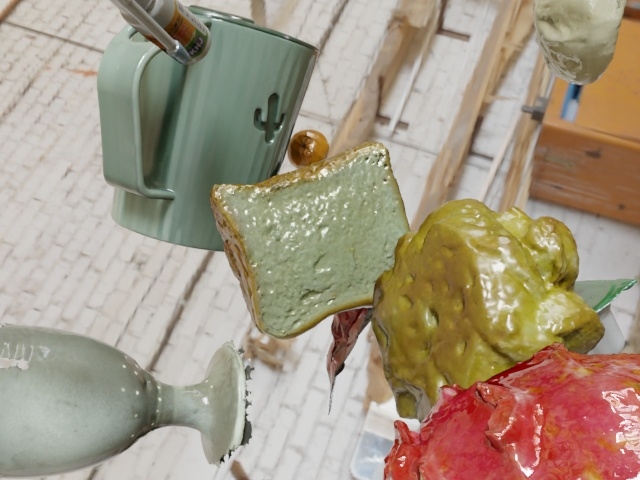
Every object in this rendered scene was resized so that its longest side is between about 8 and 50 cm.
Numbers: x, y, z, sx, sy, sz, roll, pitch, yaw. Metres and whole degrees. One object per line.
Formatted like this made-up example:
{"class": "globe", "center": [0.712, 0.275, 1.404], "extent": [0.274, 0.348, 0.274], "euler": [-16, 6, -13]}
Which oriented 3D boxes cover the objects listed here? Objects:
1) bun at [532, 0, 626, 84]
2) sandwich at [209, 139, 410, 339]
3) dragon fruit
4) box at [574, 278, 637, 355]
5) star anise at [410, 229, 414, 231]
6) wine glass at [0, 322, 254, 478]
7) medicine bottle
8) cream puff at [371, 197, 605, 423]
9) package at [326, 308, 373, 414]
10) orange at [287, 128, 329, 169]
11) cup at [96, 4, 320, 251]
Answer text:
{"class": "bun", "center": [0.313, -0.282, 0.930], "extent": [0.183, 0.102, 0.183], "euler": [13, -90, -81]}
{"class": "sandwich", "center": [0.000, 0.000, 1.012], "extent": [0.087, 0.251, 0.226], "euler": [-165, 58, -71]}
{"class": "dragon fruit", "center": [0.159, 0.151, 0.380], "extent": [0.210, 0.268, 0.205], "euler": [103, 166, -48]}
{"class": "box", "center": [0.403, 0.182, 1.321], "extent": [0.264, 0.106, 0.337], "euler": [-37, 1, -5]}
{"class": "star anise", "center": [0.101, -0.005, 1.410], "extent": [0.057, 0.168, 0.167], "euler": [17, -89, -64]}
{"class": "wine glass", "center": [-0.278, 0.206, 0.959], "extent": [0.190, 0.357, 0.190], "euler": [-172, 90, -68]}
{"class": "medicine bottle", "center": [-0.200, -0.268, 0.899], "extent": [0.061, 0.092, 0.221], "euler": [-35, -21, 10]}
{"class": "cream puff", "center": [0.156, 0.083, 0.735], "extent": [0.244, 0.196, 0.244], "euler": [172, 90, -82]}
{"class": "package", "center": [0.046, 0.146, 1.316], "extent": [0.194, 0.071, 0.269], "euler": [-67, 1, -64]}
{"class": "orange", "center": [-0.025, -0.172, 1.434], "extent": [0.070, 0.083, 0.083], "euler": [28, -100, -65]}
{"class": "cup", "center": [-0.227, -0.205, 1.278], "extent": [0.401, 0.310, 0.392], "euler": [7, -79, -39]}
